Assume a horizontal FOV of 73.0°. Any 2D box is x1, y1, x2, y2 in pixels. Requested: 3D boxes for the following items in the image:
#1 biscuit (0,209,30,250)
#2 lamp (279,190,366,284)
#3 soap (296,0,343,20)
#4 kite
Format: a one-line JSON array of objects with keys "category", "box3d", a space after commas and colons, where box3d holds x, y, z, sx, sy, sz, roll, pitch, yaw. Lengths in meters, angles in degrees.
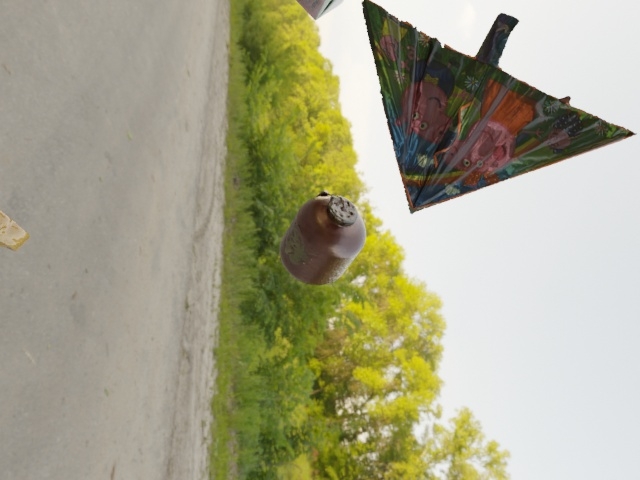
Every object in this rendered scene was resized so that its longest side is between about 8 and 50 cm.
[{"category": "biscuit", "box3d": [-0.659, -0.095, 0.746, 0.312, 0.057, 0.351, 20, -29, 35]}, {"category": "lamp", "box3d": [0.000, 0.000, 1.006, 0.258, 0.180, 0.180, -54, -142, 46]}, {"category": "soap", "box3d": [-0.008, -0.640, 0.958, 0.138, 0.199, 0.182, -54, -170, -35]}, {"category": "kite", "box3d": [0.158, -0.129, 0.462, 0.234, 0.321, 0.016, -63, 178, 4]}]
